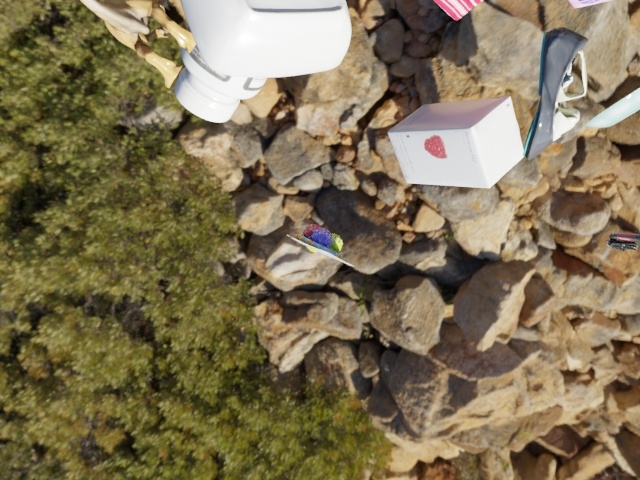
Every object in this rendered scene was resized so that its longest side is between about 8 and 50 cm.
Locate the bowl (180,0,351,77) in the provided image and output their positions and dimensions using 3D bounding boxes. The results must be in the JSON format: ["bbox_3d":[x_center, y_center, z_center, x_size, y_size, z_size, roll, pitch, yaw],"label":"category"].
[{"bbox_3d":[-0.042,-0.211,0.395,0.053,0.142,0.142,-24,83,61],"label":"bowl"}]

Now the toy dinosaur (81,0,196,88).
[{"bbox_3d":[-0.167,-0.190,0.420,0.112,0.211,0.064,32,107,-24],"label":"toy dinosaur"}]

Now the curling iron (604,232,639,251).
[{"bbox_3d":[0.833,0.004,1.153,0.274,0.035,0.068,1,162,46],"label":"curling iron"}]

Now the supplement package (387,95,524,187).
[{"bbox_3d":[0.364,-0.266,1.321,0.293,0.175,0.177,13,136,54],"label":"supplement package"}]

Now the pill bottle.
[{"bbox_3d":[-0.163,-0.393,0.942,0.176,0.176,0.318,43,123,3],"label":"pill bottle"}]

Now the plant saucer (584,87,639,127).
[{"bbox_3d":[0.736,-0.320,1.159,0.195,0.195,0.037,-37,78,40],"label":"plant saucer"}]

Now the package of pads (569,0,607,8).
[{"bbox_3d":[0.519,-0.480,0.934,0.083,0.050,0.032,22,90,57],"label":"package of pads"}]

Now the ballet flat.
[{"bbox_3d":[0.348,-0.205,0.712,0.074,0.074,0.203,14,133,25],"label":"ballet flat"}]

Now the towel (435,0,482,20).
[{"bbox_3d":[0.367,-0.606,1.057,0.275,0.199,0.031,-23,68,38],"label":"towel"}]

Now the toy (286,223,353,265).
[{"bbox_3d":[0.000,0.000,1.064,0.137,0.237,0.056,24,86,-7],"label":"toy"}]
